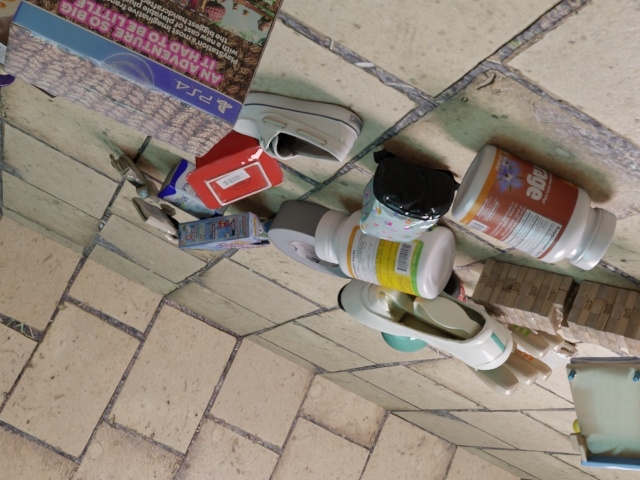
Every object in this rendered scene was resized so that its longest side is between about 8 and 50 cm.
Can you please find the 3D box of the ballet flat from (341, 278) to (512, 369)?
[{"bbox_3d":[0.189,0.127,1.780,0.400,0.139,0.139,22,164,38],"label":"ballet flat"}]

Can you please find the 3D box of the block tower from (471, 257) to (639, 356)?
[{"bbox_3d":[0.454,0.124,1.668,0.335,0.091,0.097,15,159,31],"label":"block tower"}]

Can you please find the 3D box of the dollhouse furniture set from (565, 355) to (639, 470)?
[{"bbox_3d":[0.549,0.206,1.515,0.303,0.198,0.286,-7,111,34],"label":"dollhouse furniture set"}]

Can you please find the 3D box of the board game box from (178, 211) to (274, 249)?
[{"bbox_3d":[-0.178,-0.016,2.006,0.194,0.060,0.194,6,169,-42],"label":"board game box"}]

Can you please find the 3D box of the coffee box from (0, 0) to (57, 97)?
[{"bbox_3d":[-0.483,-0.355,1.450,0.246,0.141,0.098,35,159,-28],"label":"coffee box"}]

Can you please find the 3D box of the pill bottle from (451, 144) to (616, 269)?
[{"bbox_3d":[0.311,-0.043,1.329,0.216,0.121,0.121,25,162,-2],"label":"pill bottle"}]

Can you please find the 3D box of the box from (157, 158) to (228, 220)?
[{"bbox_3d":[-0.273,-0.104,2.005,0.137,0.072,0.126,30,161,-15],"label":"box"}]

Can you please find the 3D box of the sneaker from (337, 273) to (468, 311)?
[{"bbox_3d":[0.182,0.137,1.966,0.270,0.090,0.145,-9,152,20],"label":"sneaker"}]

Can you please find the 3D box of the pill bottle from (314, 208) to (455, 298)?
[{"bbox_3d":[0.118,0.016,1.725,0.246,0.136,0.136,15,160,29],"label":"pill bottle"}]

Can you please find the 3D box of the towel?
[{"bbox_3d":[0.423,0.220,2.058,0.282,0.049,0.187,24,163,3],"label":"towel"}]

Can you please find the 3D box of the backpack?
[{"bbox_3d":[0.130,-0.066,1.514,0.152,0.115,0.182,24,165,-6],"label":"backpack"}]

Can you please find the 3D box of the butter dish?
[{"bbox_3d":[-0.165,-0.150,1.679,0.160,0.118,0.160,-21,156,3],"label":"butter dish"}]

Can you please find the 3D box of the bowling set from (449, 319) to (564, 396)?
[{"bbox_3d":[0.403,0.184,1.845,0.154,0.200,0.287,36,-165,26],"label":"bowling set"}]

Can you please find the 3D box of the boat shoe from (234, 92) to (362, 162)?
[{"bbox_3d":[-0.058,-0.174,1.490,0.267,0.088,0.096,14,160,31],"label":"boat shoe"}]

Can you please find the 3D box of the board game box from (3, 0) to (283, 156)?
[{"bbox_3d":[-0.166,-0.275,0.971,0.232,0.291,0.141,24,164,-17],"label":"board game box"}]

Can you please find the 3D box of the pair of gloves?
[{"bbox_3d":[-0.379,-0.094,2.064,0.240,0.042,0.204,55,-175,33],"label":"pair of gloves"}]

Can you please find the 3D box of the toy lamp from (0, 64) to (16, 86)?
[{"bbox_3d":[-0.572,-0.334,1.738,0.275,0.080,0.080,5,154,42],"label":"toy lamp"}]

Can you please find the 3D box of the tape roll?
[{"bbox_3d":[0.000,0.000,1.944,0.219,0.072,0.219,22,163,7],"label":"tape roll"}]

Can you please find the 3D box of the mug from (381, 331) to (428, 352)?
[{"bbox_3d":[0.187,0.178,2.112,0.158,0.129,0.097,20,159,16],"label":"mug"}]
